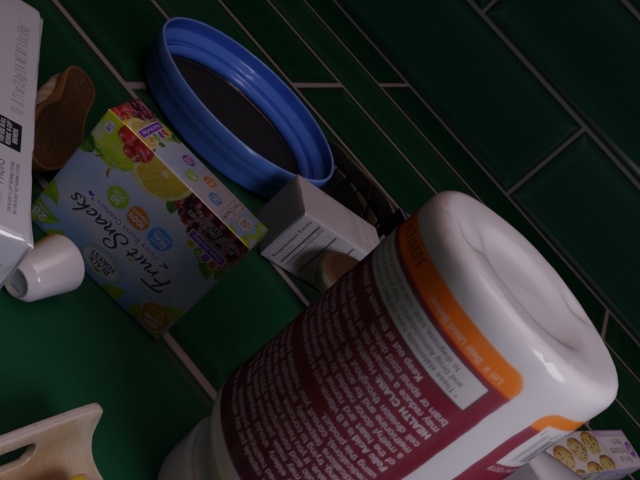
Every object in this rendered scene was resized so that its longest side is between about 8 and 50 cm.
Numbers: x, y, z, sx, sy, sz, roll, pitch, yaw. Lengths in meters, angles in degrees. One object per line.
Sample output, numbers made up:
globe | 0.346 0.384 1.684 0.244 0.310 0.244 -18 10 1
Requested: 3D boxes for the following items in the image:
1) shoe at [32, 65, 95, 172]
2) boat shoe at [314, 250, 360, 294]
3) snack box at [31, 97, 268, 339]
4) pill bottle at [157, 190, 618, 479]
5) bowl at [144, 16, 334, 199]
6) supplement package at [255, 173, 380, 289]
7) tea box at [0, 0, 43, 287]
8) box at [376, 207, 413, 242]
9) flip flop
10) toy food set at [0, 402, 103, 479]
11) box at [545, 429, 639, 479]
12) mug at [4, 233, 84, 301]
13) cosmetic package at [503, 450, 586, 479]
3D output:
shoe | -0.336 -0.145 1.033 0.076 0.058 0.219 58 19 -30
boat shoe | 0.089 0.146 1.244 0.302 0.098 0.109 45 36 -11
snack box | -0.192 -0.021 0.916 0.207 0.174 0.070 46 26 -4
pill bottle | 0.043 0.158 0.755 0.224 0.392 0.224 39 24 -21
bowl | -0.142 -0.228 1.468 0.391 0.077 0.391 38 25 -21
supplement package | 0.000 0.000 1.307 0.179 0.105 0.105 34 27 -30
tea box | -0.406 -0.102 0.615 0.323 0.220 0.329 28 29 -37
box | 0.145 0.051 1.413 0.158 0.156 0.093 29 28 -38
flip flop | 0.062 -0.075 1.564 0.277 0.112 0.080 55 9 31
toy food set | -0.158 0.272 0.605 0.306 0.092 0.220 53 24 12
box | 0.352 0.302 1.137 0.324 0.063 0.067 16 41 -50
mug | -0.288 0.032 0.833 0.064 0.078 0.062 -33 113 -58
cosmetic package | 0.259 0.353 0.887 0.224 0.138 0.224 38 13 -34
